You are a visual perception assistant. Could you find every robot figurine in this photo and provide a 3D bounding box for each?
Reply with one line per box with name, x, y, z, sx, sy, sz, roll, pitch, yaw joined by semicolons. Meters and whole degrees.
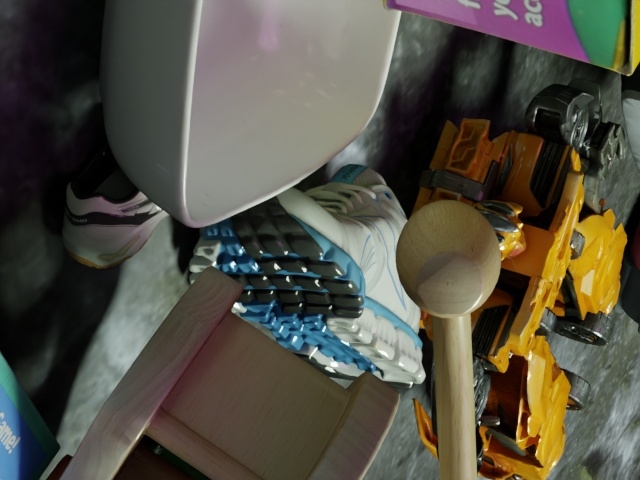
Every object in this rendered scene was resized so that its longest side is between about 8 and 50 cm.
robot figurine;0.099;0.034;0.944;0.291;0.085;0.211;54;56;-66

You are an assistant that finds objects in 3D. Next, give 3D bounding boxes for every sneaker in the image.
sneaker;-0.056;-0.026;0.615;0.083;0.032;0.037;-48;154;-35
sneaker;0.000;0.000;0.749;0.191;0.071;0.083;50;48;-66

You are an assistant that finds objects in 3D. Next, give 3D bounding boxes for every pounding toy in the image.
pounding toy;-0.018;0.109;0.600;0.269;0.155;0.154;-56;-179;7

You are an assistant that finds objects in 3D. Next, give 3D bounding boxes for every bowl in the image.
bowl;-0.022;-0.088;0.589;0.142;0.053;0.142;-32;139;-52

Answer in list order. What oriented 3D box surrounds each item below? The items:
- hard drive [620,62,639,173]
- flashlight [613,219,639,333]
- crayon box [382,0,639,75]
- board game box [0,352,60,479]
hard drive;0.201;-0.110;0.988;0.254;0.054;0.172;34;55;-71
flashlight;0.293;-0.069;1.268;0.103;0.103;0.304;-31;143;-49
crayon box;0.114;-0.289;0.538;0.313;0.106;0.363;-56;151;-33
board game box;-0.166;0.099;0.485;0.210;0.047;0.160;-56;157;-21
